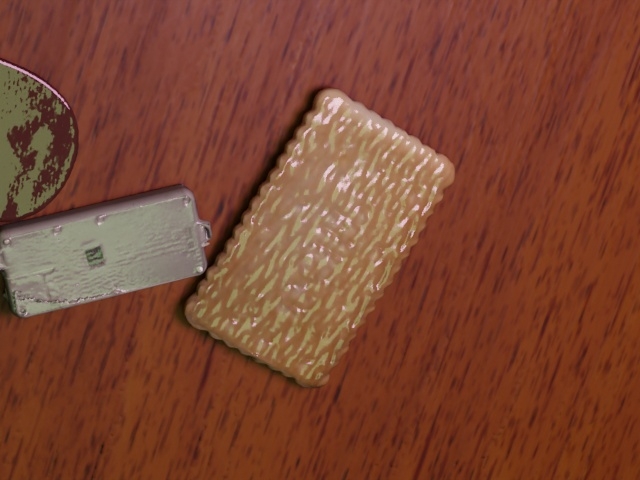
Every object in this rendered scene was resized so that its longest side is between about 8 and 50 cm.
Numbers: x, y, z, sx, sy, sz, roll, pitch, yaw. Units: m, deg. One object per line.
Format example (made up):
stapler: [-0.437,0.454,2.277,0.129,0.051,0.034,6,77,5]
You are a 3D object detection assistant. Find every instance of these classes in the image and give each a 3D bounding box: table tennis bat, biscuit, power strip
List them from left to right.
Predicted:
table tennis bat: [-0.320,-0.102,1.516,0.246,0.022,0.138,24,96,-23]
power strip: [-0.189,0.010,1.576,0.192,0.035,0.081,-14,109,-12]
biscuit: [0.000,0.000,1.632,0.160,0.030,0.250,29,95,-22]
